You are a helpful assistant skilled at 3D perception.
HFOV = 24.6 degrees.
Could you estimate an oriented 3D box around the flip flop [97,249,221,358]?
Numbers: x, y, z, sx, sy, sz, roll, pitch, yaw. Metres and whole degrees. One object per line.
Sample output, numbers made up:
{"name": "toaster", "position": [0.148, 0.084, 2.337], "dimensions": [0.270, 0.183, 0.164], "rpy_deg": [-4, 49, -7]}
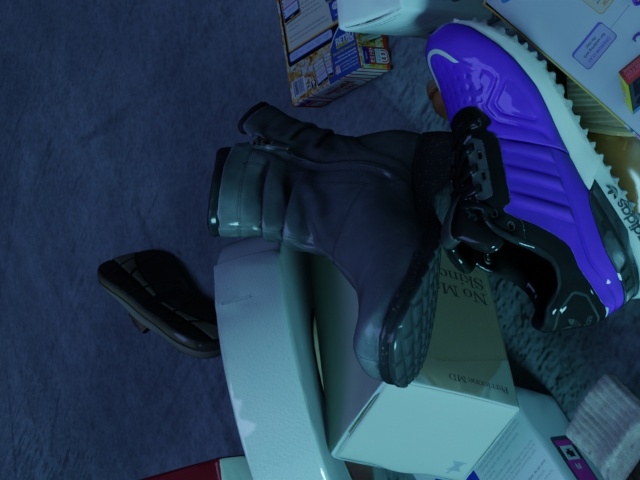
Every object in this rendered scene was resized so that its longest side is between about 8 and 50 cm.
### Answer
{"name": "flip flop", "position": [-0.213, 0.094, 1.982], "dimensions": [0.277, 0.112, 0.080], "rpy_deg": [37, 135, 42]}

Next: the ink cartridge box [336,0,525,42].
{"name": "ink cartridge box", "position": [0.120, -0.273, 1.377], "dimensions": [0.092, 0.218, 0.158], "rpy_deg": [-10, 84, 49]}

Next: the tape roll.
{"name": "tape roll", "position": [-0.009, 0.175, 1.494], "dimensions": [0.392, 0.072, 0.392], "rpy_deg": [-16, -90, -82]}

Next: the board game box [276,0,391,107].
{"name": "board game box", "position": [0.008, -0.266, 1.686], "dimensions": [0.147, 0.045, 0.193], "rpy_deg": [-21, 74, 54]}

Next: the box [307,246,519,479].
{"name": "box", "position": [0.081, 0.070, 1.429], "dimensions": [0.311, 0.148, 0.121], "rpy_deg": [-99, 31, -45]}

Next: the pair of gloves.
{"name": "pair of gloves", "position": [0.315, 0.132, 1.214], "dimensions": [0.240, 0.042, 0.204], "rpy_deg": [-54, 39, 18]}

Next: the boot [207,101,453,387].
{"name": "boot", "position": [0.000, 0.000, 1.314], "dimensions": [0.338, 0.222, 0.118], "rpy_deg": [-73, -11, -57]}

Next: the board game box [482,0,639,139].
{"name": "board game box", "position": [0.307, -0.198, 1.179], "dimensions": [0.242, 0.064, 0.316], "rpy_deg": [-51, 48, 15]}

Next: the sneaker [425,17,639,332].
{"name": "sneaker", "position": [0.152, -0.050, 1.232], "dimensions": [0.293, 0.146, 0.102], "rpy_deg": [57, 162, 12]}

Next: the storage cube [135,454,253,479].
{"name": "storage cube", "position": [-0.090, 0.349, 1.722], "dimensions": [0.193, 0.215, 0.184], "rpy_deg": [-23, 72, 46]}

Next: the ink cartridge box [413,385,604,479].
{"name": "ink cartridge box", "position": [0.212, 0.285, 1.408], "dimensions": [0.371, 0.069, 0.176], "rpy_deg": [57, 134, 33]}

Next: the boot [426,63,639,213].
{"name": "boot", "position": [0.209, -0.060, 1.382], "dimensions": [0.283, 0.109, 0.220], "rpy_deg": [2, 98, 47]}
